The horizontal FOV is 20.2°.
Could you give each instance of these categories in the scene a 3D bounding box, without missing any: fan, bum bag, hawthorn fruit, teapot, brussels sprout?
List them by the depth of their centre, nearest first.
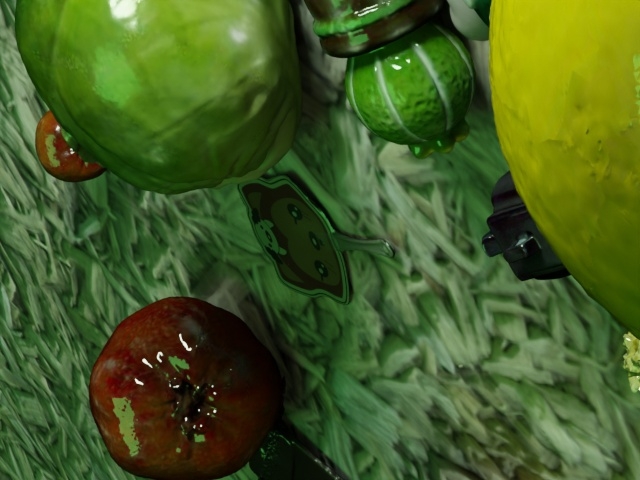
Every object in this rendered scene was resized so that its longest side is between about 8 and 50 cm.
[{"bbox_3d":[0.159,-0.013,1.160,0.087,0.096,0.177,60,153,-6],"label":"teapot"},{"bbox_3d":[-0.122,-0.143,1.367,0.244,0.244,0.244,39,147,31],"label":"brussels sprout"},{"bbox_3d":[0.000,0.000,1.523,0.220,0.009,0.132,5,126,58],"label":"fan"},{"bbox_3d":[-0.135,0.147,1.723,0.185,0.185,0.202,59,168,-4],"label":"hawthorn fruit"},{"bbox_3d":[-0.241,-0.097,1.736,0.081,0.081,0.093,66,164,-17],"label":"hawthorn fruit"},{"bbox_3d":[-0.016,0.240,1.781,0.159,0.026,0.109,40,147,28],"label":"bum bag"}]

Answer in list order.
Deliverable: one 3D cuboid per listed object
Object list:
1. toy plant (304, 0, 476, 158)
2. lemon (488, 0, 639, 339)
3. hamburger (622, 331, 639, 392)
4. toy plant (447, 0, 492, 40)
[{"bbox_3d":[0.050,-0.133,1.218,0.093,0.093,0.162,-2,120,59],"label":"toy plant"},{"bbox_3d":[0.229,-0.097,0.721,0.348,0.348,0.348,39,147,31],"label":"lemon"},{"bbox_3d":[0.273,0.059,0.998,0.243,0.139,0.261,18,138,46],"label":"hamburger"},{"bbox_3d":[0.154,-0.151,1.005,0.243,0.112,0.232,42,152,4],"label":"toy plant"}]
